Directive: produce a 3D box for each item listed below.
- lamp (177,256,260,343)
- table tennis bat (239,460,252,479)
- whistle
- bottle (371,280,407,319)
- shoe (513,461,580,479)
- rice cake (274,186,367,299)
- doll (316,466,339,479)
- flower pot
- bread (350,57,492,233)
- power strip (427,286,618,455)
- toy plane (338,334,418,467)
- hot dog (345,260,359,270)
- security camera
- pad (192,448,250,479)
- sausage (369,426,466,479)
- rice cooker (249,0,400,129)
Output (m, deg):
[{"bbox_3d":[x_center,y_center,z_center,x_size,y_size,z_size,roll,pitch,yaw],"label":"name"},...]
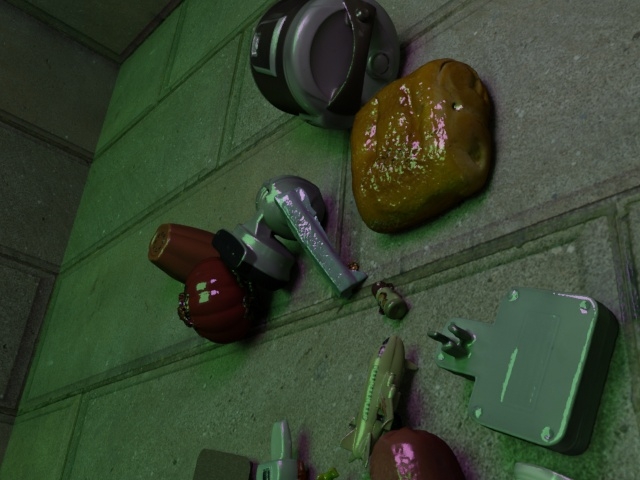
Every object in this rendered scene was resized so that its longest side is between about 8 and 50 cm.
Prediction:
[{"bbox_3d":[-0.264,0.154,1.724,0.227,0.227,0.226,-31,45,38],"label":"lamp"},{"bbox_3d":[-0.180,0.613,1.483,0.138,0.022,0.246,-23,52,44],"label":"table tennis bat"},{"bbox_3d":[-0.077,0.492,1.357,0.102,0.105,0.253,-13,60,12],"label":"whistle"},{"bbox_3d":[0.134,0.119,1.375,0.063,0.047,0.101,-48,34,6],"label":"bottle"},{"bbox_3d":[0.355,0.377,0.871,0.265,0.095,0.110,7,74,52],"label":"shoe"},{"bbox_3d":[-0.003,0.000,1.524,0.081,0.051,0.290,-34,73,-5],"label":"rice cake"},{"bbox_3d":[0.033,0.599,1.141,0.341,0.099,0.345,31,97,56],"label":"doll"},{"bbox_3d":[-0.422,0.033,2.058,0.191,0.173,0.190,-34,42,36],"label":"flower pot"},{"bbox_3d":[0.192,-0.200,1.420,0.337,0.148,0.327,-25,50,43],"label":"bread"},{"bbox_3d":[0.294,0.181,1.048,0.261,0.141,0.229,6,72,51],"label":"power strip"},{"bbox_3d":[0.110,0.294,1.237,0.244,0.093,0.229,-64,5,-18],"label":"toy plane"},{"bbox_3d":[0.054,0.076,1.532,0.083,0.021,0.037,-48,38,23],"label":"hot dog"},{"bbox_3d":[-0.108,-0.034,1.672,0.277,0.191,0.197,-58,38,4],"label":"security camera"},{"bbox_3d":[-0.243,0.586,1.576,0.266,0.002,0.176,-15,59,53],"label":"pad"},{"bbox_3d":[0.164,0.426,1.038,0.152,0.152,0.279,-42,41,29],"label":"sausage"},{"bbox_3d":[0.009,-0.454,1.684,0.325,0.335,0.335,27,90,55],"label":"rice cooker"}]
